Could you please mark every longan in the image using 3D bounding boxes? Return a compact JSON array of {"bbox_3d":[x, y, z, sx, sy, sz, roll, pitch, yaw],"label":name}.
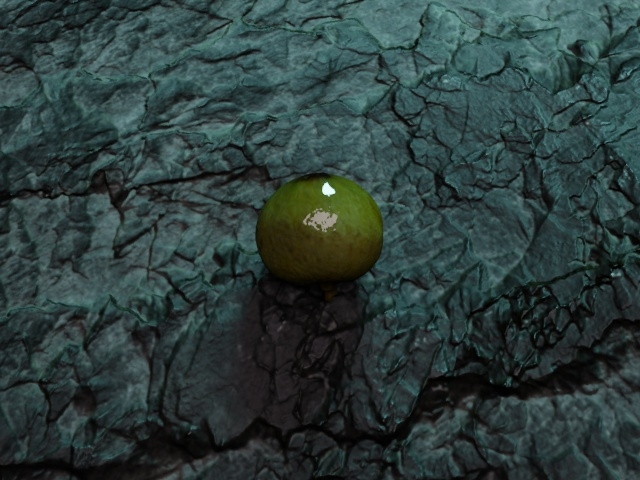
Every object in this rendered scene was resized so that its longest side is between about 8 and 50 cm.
[{"bbox_3d":[0.000,0.000,0.630,0.155,0.145,0.176,9,111,25],"label":"longan"}]
